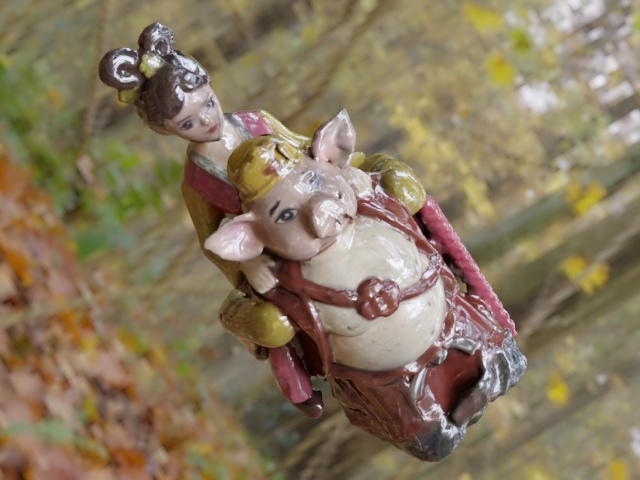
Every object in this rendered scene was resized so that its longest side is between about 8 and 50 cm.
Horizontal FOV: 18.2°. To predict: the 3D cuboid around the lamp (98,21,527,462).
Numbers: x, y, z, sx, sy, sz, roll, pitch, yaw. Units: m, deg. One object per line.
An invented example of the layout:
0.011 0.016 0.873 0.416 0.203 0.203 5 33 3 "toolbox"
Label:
0.000 0.000 0.929 0.253 0.118 0.118 54 -1 -39 "lamp"
